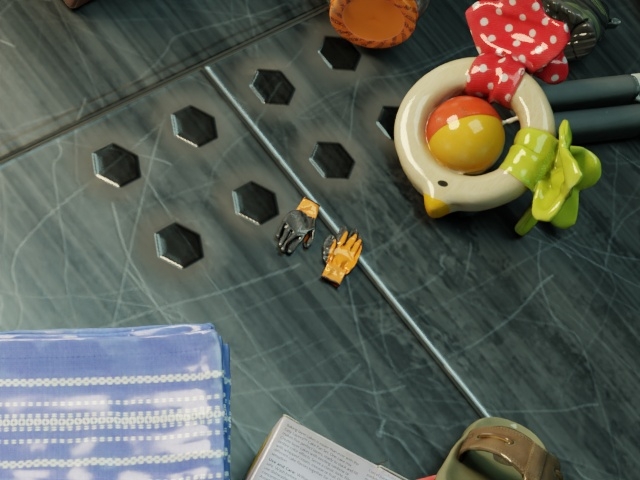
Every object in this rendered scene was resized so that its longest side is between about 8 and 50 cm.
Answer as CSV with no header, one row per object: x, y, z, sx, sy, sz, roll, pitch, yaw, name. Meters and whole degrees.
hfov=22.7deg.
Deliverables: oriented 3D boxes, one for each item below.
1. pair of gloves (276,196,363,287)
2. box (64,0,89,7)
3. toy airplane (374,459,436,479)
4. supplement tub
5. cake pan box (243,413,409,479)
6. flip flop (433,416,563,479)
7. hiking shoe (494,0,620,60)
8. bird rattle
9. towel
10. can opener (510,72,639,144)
0.000,0.000,1.549,0.083,0.010,0.074,32,52,-3,pair of gloves
-0.289,-0.437,1.610,0.381,0.143,0.191,48,52,6,box
0.073,0.263,1.406,0.151,0.028,0.151,8,60,-14,toy airplane
0.066,-0.305,1.704,0.117,0.117,0.190,19,55,-13,supplement tub
0.025,0.309,1.310,0.266,0.070,0.246,28,59,-1,cake pan box
0.166,0.197,1.374,0.112,0.080,0.277,31,15,4,flip flop
0.241,-0.305,1.820,0.227,0.086,0.114,49,39,3,hiking shoe
0.175,-0.125,1.622,0.207,0.143,0.254,-17,78,1,bird rattle
-0.189,0.215,1.263,0.243,0.040,0.336,-1,56,-5,towel
0.340,-0.158,1.763,0.280,0.093,0.074,-10,66,-24,can opener
